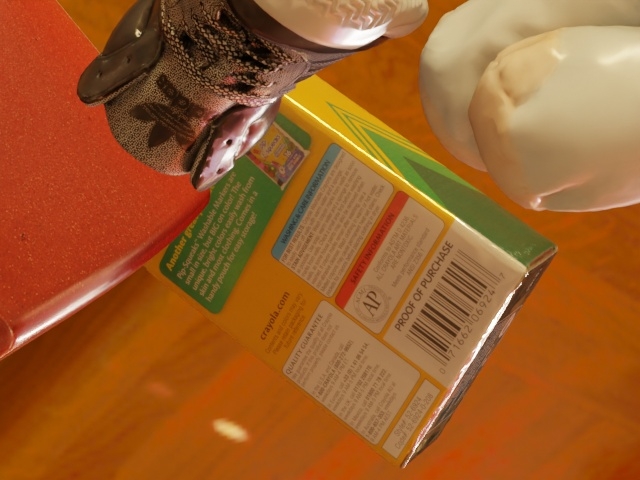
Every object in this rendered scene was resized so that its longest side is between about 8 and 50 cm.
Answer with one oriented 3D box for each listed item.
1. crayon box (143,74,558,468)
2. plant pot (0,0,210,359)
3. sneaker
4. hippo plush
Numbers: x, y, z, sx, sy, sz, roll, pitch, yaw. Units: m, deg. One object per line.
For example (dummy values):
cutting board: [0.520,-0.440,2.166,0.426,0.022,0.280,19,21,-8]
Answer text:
crayon box: [0.000,0.000,1.233,0.083,0.323,0.203,-26,149,-60]
plant pot: [-0.276,-0.014,1.020,0.267,0.236,0.267,-32,107,24]
sneaker: [-0.037,-0.088,0.699,0.101,0.268,0.153,39,101,-9]
hippo plush: [0.159,-0.148,0.625,0.234,0.294,0.236,-14,108,-21]
